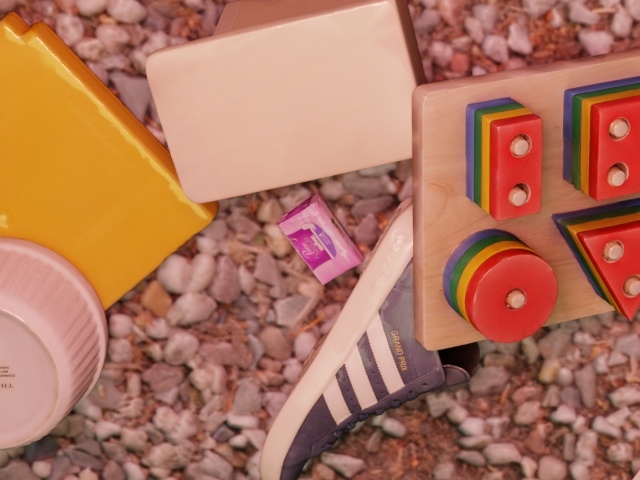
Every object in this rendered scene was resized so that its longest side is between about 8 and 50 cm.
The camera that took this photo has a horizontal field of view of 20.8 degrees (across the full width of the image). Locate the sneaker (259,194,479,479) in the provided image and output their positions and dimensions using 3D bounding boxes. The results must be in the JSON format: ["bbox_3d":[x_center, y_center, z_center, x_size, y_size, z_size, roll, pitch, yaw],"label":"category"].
[{"bbox_3d":[0.065,0.131,1.721,0.148,0.131,0.350,30,115,-1],"label":"sneaker"}]

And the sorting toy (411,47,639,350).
[{"bbox_3d":[0.218,-0.026,1.585,0.257,0.089,0.255,-11,116,-20],"label":"sorting toy"}]

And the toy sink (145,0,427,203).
[{"bbox_3d":[-0.025,-0.145,1.610,0.234,0.131,0.153,-13,112,9],"label":"toy sink"}]

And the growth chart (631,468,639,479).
[{"bbox_3d":[0.408,0.318,1.816,0.237,0.021,0.172,35,114,-8],"label":"growth chart"}]

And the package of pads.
[{"bbox_3d":[0.000,0.000,1.727,0.050,0.032,0.083,-32,106,19],"label":"package of pads"}]

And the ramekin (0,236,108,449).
[{"bbox_3d":[-0.323,0.111,1.732,0.207,0.109,0.207,3,115,8],"label":"ramekin"}]

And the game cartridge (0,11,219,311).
[{"bbox_3d":[-0.311,-0.034,1.754,0.323,0.053,0.285,-38,104,20],"label":"game cartridge"}]
